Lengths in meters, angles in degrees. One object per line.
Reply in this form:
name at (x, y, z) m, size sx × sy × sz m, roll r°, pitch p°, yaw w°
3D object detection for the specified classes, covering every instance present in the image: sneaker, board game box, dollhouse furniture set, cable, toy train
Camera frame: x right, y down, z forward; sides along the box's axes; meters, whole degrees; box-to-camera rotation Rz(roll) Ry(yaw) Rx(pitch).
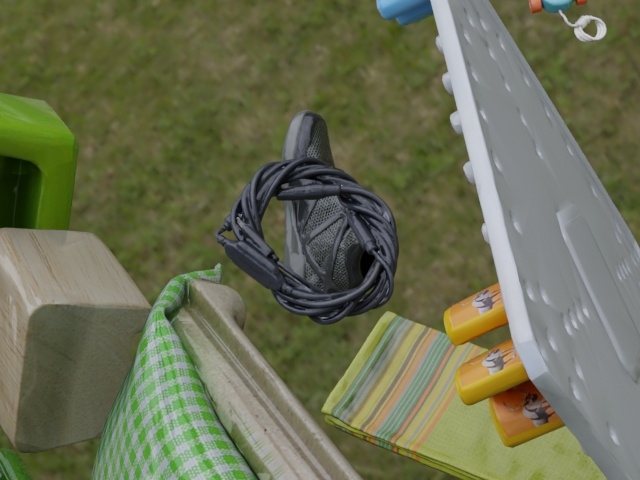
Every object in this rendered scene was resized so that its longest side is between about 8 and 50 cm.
sneaker at (0.024, -0.039, 1.768) m, size 0.130 × 0.087 × 0.227 m, roll -8°, pitch 77°, yaw 25°
board game box at (0.155, 0.039, 0.979) m, size 0.050 × 0.390 × 0.390 m, roll -25°, pitch 42°, yaw 16°
dollhouse furniture set at (-0.106, 0.100, 0.424) m, size 0.301 × 0.151 × 0.197 m, roll 45°, pitch 132°, yaw 50°
cable at (0.000, 0.000, 1.537) m, size 0.184 × 0.047 × 0.150 m, roll 34°, pitch 62°, yaw 17°
toy train at (0.278, -0.287, 1.589) m, size 0.125 × 0.046 × 0.166 m, roll 27°, pitch 70°, yaw 14°

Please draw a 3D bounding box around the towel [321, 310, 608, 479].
towel at (0.120, 0.126, 1.143) m, size 0.237 × 0.021 × 0.102 m, roll 18°, pitch 67°, yaw 32°
